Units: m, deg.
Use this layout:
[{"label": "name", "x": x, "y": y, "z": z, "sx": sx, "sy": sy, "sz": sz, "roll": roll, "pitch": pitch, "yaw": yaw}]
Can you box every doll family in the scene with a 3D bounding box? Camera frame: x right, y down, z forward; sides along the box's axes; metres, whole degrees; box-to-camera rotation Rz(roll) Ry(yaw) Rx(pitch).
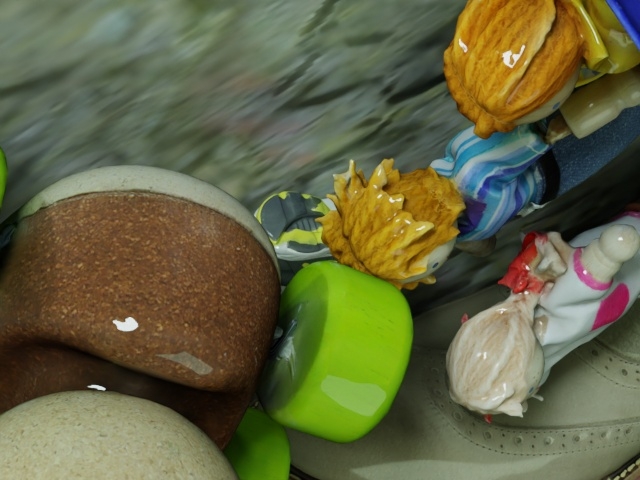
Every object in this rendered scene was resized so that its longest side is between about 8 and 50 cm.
[{"label": "doll family", "x": 0.083, "y": -0.041, "z": 0.518, "sx": 0.163, "sy": 0.118, "sz": 0.263, "roll": -32, "pitch": 166, "yaw": -28}]

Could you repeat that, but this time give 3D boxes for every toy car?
[{"label": "toy car", "x": -0.067, "y": 0.086, "z": 0.443, "sx": 0.155, "sy": 0.188, "sz": 0.149, "roll": 20, "pitch": 133, "yaw": -22}]

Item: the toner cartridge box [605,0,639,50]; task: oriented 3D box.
[{"label": "toner cartridge box", "x": 0.050, "y": -0.143, "z": 0.215, "sx": 0.075, "sy": 0.165, "sz": 0.348, "roll": -29, "pitch": 155, "yaw": 1}]

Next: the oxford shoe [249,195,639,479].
[{"label": "oxford shoe", "x": 0.123, "y": 0.024, "z": 0.693, "sx": 0.348, "sy": 0.123, "sz": 0.130, "roll": -14, "pitch": 128, "yaw": -29}]

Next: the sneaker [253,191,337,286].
[{"label": "sneaker", "x": 0.000, "y": 0.000, "z": 0.594, "sx": 0.083, "sy": 0.031, "sz": 0.035, "roll": 8, "pitch": 151, "yaw": -45}]
